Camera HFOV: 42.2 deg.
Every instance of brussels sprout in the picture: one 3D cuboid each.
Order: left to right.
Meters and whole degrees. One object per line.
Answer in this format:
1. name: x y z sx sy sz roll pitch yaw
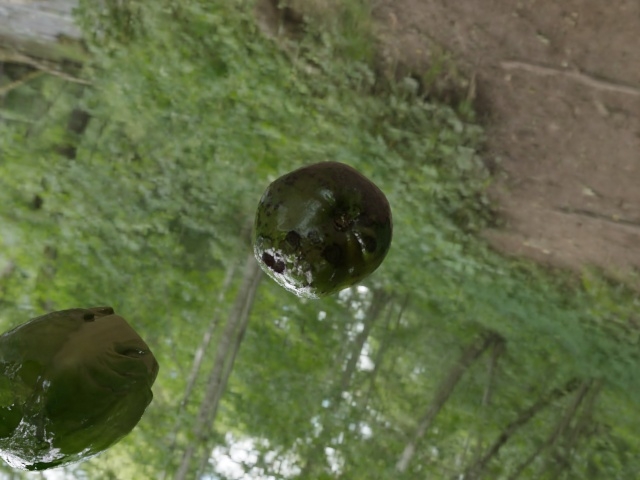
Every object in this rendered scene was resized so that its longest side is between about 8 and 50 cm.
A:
1. brussels sprout: -0.257 0.145 0.821 0.161 0.181 0.143 46 167 -21

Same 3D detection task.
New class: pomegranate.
1. pomegranate: 0.007 0.004 0.806 0.138 0.163 0.125 -37 -134 -20
